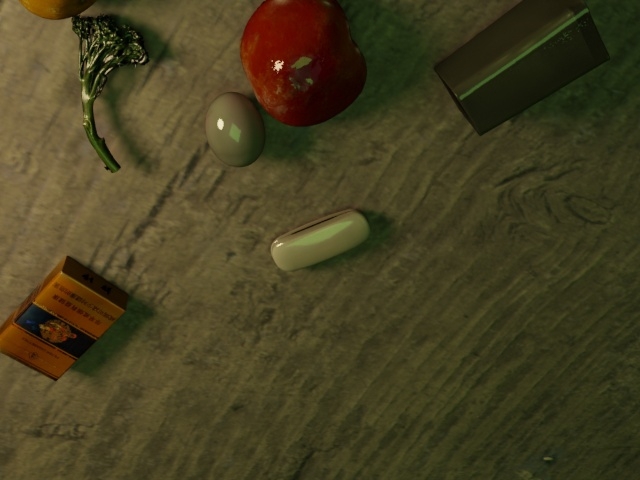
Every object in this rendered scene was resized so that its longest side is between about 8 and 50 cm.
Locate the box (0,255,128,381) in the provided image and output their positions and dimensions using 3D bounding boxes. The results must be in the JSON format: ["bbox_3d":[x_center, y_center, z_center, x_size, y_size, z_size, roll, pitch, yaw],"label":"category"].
[{"bbox_3d":[-0.522,0.161,1.350,0.152,0.070,0.237,38,110,-27],"label":"box"}]

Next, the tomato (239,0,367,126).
[{"bbox_3d":[-0.029,-0.287,1.118,0.201,0.139,0.233,-25,122,14],"label":"tomato"}]

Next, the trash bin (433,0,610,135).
[{"bbox_3d":[0.336,-0.306,1.150,0.241,0.164,0.122,-34,120,12],"label":"trash bin"}]

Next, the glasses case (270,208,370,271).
[{"bbox_3d":[0.000,0.000,1.345,0.204,0.051,0.081,-20,123,3],"label":"glasses case"}]

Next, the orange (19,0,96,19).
[{"bbox_3d":[-0.388,-0.404,0.986,0.155,0.154,0.134,-37,101,13],"label":"orange"}]

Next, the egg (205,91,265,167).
[{"bbox_3d":[-0.149,-0.193,1.175,0.103,0.103,0.134,-12,120,-2],"label":"egg"}]

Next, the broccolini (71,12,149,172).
[{"bbox_3d":[-0.344,-0.244,1.139,0.123,0.062,0.271,4,115,6],"label":"broccolini"}]
